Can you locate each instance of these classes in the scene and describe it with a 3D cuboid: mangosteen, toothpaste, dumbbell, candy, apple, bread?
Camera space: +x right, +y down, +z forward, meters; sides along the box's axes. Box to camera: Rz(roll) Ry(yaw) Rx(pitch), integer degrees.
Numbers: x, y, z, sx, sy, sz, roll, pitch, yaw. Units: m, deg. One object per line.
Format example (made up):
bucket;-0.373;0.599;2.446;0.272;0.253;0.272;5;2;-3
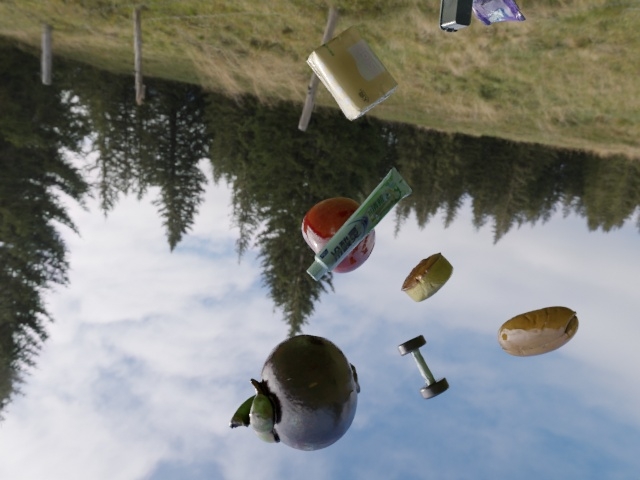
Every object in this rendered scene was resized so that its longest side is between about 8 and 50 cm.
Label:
mangosteen;-0.070;0.419;1.212;0.360;0.305;0.306;-8;-162;-7
toothpaste;0.083;-0.031;0.952;0.075;0.297;0.048;46;173;-21
dumbbell;0.341;0.419;1.456;0.100;0.100;0.191;-6;-115;-47
candy;0.566;-0.770;1.433;0.145;0.070;0.275;40;-168;-20
apple;0.063;-0.023;1.490;0.217;0.260;0.260;-37;-153;-6
bread;0.507;0.173;2.082;0.148;0.270;0.270;46;-158;7
bread;0.499;0.216;1.012;0.114;0.189;0.077;49;-144;-10

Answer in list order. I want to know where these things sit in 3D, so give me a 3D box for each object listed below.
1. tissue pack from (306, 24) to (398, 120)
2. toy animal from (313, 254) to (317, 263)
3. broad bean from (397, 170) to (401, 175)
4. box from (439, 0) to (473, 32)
tissue pack;0.093;-0.473;1.245;0.186;0.222;0.090;-40;-175;-24
toy animal;0.006;0.001;1.732;0.074;0.216;0.176;-3;-173;-4
broad bean;0.232;-0.170;1.634;0.046;0.254;0.065;31;163;19
box;0.436;-0.735;1.398;0.084;0.122;0.069;-8;-162;-28
